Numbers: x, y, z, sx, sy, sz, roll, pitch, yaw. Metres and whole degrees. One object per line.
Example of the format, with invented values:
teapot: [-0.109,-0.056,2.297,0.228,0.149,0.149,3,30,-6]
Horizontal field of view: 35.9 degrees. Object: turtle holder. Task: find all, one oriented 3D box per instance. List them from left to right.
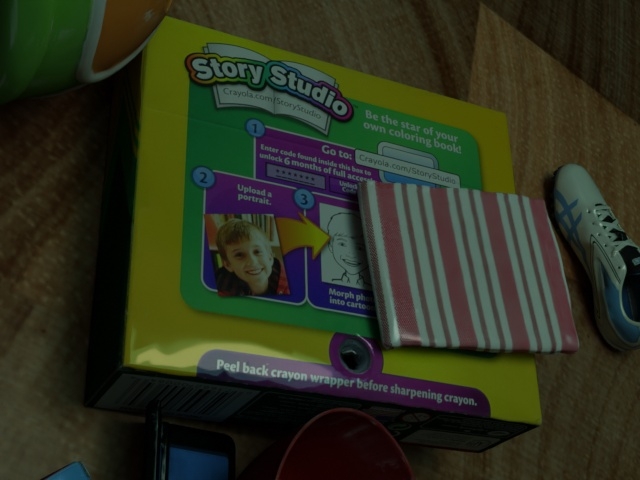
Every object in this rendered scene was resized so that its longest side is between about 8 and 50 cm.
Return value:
turtle holder: [-0.244,-0.231,0.736,0.227,0.320,0.243,-22,115,-43]

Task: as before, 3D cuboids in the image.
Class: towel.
towel: [0.122,0.026,0.819,0.197,0.029,0.144,5,63,-26]

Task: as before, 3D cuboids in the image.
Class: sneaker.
sneaker: [0.345,0.012,1.169,0.085,0.086,0.237,-6,71,-39]

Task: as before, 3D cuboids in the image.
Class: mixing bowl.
mixing bowl: [-0.010,0.224,0.745,0.181,0.098,0.181,23,58,-44]

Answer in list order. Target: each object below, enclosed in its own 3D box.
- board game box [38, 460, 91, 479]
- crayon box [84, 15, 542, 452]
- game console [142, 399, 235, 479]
board game box: [-0.202,0.334,0.551,0.308,0.086,0.302,-26,85,-44]
crayon box: [0.000,0.000,0.845,0.363,0.106,0.313,12,60,-24]
game console: [-0.095,0.189,0.728,0.071,0.107,0.122,2,63,-8]
